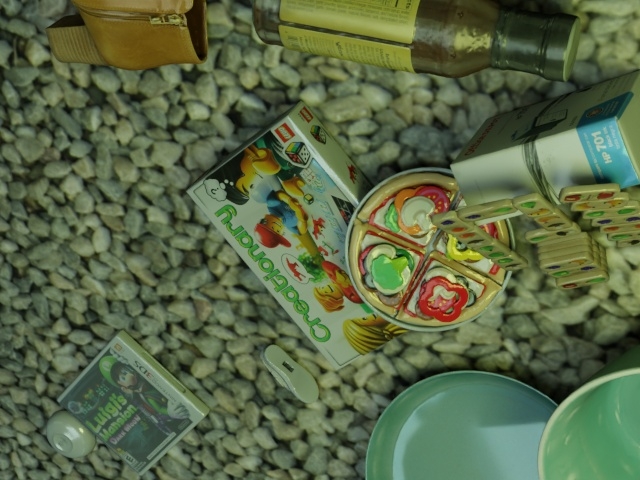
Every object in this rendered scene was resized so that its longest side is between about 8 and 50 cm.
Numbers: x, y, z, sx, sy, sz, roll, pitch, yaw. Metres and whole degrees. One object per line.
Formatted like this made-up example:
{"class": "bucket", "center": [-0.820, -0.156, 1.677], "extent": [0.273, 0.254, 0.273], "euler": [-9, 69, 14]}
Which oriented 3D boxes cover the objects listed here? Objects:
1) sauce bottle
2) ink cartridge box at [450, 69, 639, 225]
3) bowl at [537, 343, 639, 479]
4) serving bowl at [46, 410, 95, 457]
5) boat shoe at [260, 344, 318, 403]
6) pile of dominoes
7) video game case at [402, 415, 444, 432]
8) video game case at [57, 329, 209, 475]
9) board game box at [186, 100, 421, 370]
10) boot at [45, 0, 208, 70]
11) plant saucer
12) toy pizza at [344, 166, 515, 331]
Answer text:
{"class": "sauce bottle", "center": [0.102, -0.232, 1.393], "extent": [0.344, 0.111, 0.111], "euler": [15, 123, 17]}
{"class": "ink cartridge box", "center": [0.253, -0.096, 1.382], "extent": [0.191, 0.139, 0.082], "euler": [-14, 110, 31]}
{"class": "bowl", "center": [0.419, 0.231, 1.484], "extent": [0.311, 0.163, 0.311], "euler": [12, 123, 19]}
{"class": "serving bowl", "center": [-0.385, 0.300, 1.985], "extent": [0.083, 0.027, 0.083], "euler": [12, 123, 19]}
{"class": "boat shoe", "center": [-0.044, 0.182, 1.756], "extent": [0.100, 0.035, 0.035], "euler": [44, 154, -9]}
{"class": "pile of dominoes", "center": [0.255, 0.003, 1.391], "extent": [0.196, 0.251, 0.040], "euler": [-13, 71, 25]}
{"class": "video game case", "center": [0.168, 0.298, 1.733], "extent": [0.166, 0.015, 0.119], "euler": [18, 125, 14]}
{"class": "video game case", "center": [-0.276, 0.240, 1.902], "extent": [0.173, 0.022, 0.190], "euler": [43, 127, -3]}
{"class": "board game box", "center": [0.000, 0.000, 1.611], "extent": [0.193, 0.053, 0.305], "euler": [-34, 101, 35]}
{"class": "boot", "center": [-0.241, -0.336, 1.509], "extent": [0.211, 0.104, 0.295], "euler": [-2, 123, 20]}
{"class": "plant saucer", "center": [0.212, 0.311, 1.665], "extent": [0.318, 0.044, 0.317], "euler": [6, 106, 23]}
{"class": "toy pizza", "center": [0.128, 0.014, 1.527], "extent": [0.201, 0.032, 0.201], "euler": [1, 105, 4]}
